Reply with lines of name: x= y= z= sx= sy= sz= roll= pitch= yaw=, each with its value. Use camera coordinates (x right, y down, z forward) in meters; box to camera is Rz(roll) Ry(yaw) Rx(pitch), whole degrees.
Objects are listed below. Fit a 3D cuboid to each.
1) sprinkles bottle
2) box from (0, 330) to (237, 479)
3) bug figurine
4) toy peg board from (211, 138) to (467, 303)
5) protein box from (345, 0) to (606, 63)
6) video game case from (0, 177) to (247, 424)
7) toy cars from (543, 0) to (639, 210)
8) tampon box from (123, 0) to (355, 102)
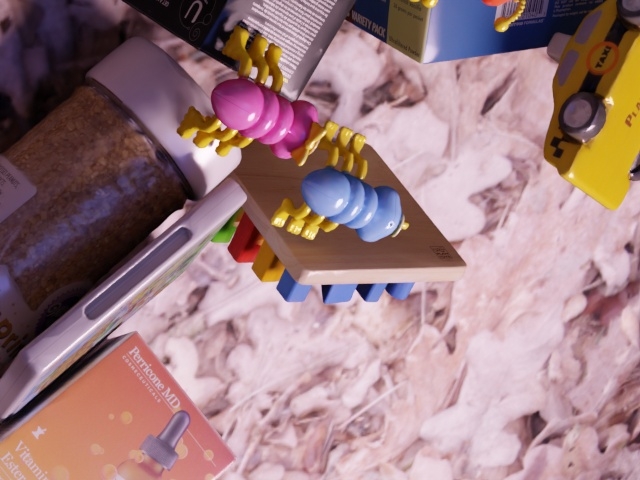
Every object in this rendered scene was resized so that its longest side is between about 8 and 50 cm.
sprinkles bottle: x=-0.222 y=0.012 z=1.260 sx=0.355 sy=0.121 sz=0.121 roll=-42 pitch=133 yaw=-11
box: x=-0.174 y=0.171 z=1.360 sx=0.170 sy=0.091 sz=0.130 roll=-41 pitch=97 yaw=-19
bug figurine: x=0.028 y=-0.122 z=1.232 sx=0.216 sy=0.072 sz=0.279 roll=17 pitch=105 yaw=-38
toy peg board: x=0.000 y=0.000 z=1.409 sx=0.161 sy=0.161 sz=0.079 roll=-1 pitch=130 yaw=-37
protein box: x=0.127 y=-0.259 z=1.365 sx=0.199 sy=0.136 sz=0.201 roll=-12 pitch=121 yaw=-33
video game case: x=-0.151 y=0.049 z=1.286 sx=0.193 sy=0.212 sz=0.023 roll=-41 pitch=90 yaw=-23
toy cars: x=0.213 y=-0.218 z=1.306 sx=0.176 sy=0.087 sz=0.394 roll=-25 pitch=125 yaw=-36
tampon box: x=-0.041 y=-0.202 z=1.277 sx=0.101 sy=0.120 sz=0.161 roll=27 pitch=96 yaw=-43
